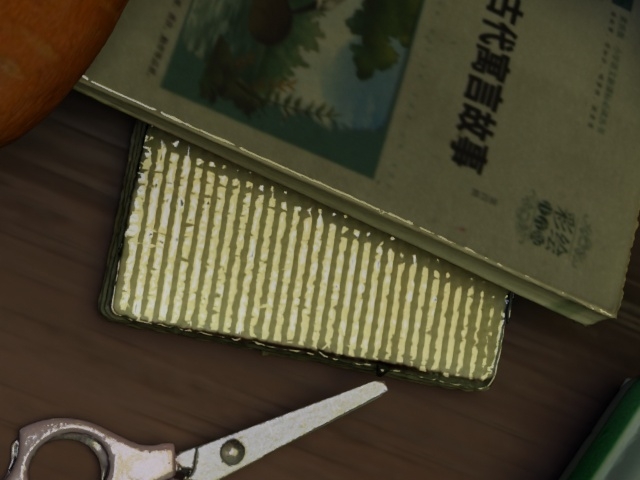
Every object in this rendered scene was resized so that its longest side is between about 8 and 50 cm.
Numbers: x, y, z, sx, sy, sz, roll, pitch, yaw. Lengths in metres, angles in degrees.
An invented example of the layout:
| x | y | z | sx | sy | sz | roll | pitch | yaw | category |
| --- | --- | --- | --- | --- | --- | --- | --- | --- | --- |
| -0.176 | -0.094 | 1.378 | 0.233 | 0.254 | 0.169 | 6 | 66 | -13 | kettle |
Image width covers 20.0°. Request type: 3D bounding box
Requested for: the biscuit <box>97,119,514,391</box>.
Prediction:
| x | y | z | sx | sy | sz | roll | pitch | yaw | category |
| --- | --- | --- | --- | --- | --- | --- | --- | --- | --- |
| 0.000 | 0.000 | 0.877 | 0.199 | 0.040 | 0.121 | 13 | 80 | -17 | biscuit |

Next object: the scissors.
| x | y | z | sx | sy | sz | roll | pitch | yaw | category |
| --- | --- | --- | --- | --- | --- | --- | --- | --- | --- |
| -0.055 | 0.105 | 0.851 | 0.189 | 0.015 | 0.100 | -23 | 90 | -9 | scissors |

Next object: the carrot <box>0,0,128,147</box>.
| x | y | z | sx | sy | sz | roll | pitch | yaw | category |
| --- | --- | --- | --- | --- | --- | --- | --- | --- | --- |
| -0.169 | -0.138 | 0.744 | 0.193 | 0.214 | 0.331 | 31 | 94 | -1 | carrot |

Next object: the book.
| x | y | z | sx | sy | sz | roll | pitch | yaw | category |
| --- | --- | --- | --- | --- | --- | --- | --- | --- | --- |
| 0.037 | -0.102 | 0.880 | 0.283 | 0.025 | 0.214 | 22 | 63 | -14 | book |

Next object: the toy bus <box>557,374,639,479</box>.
| x | y | z | sx | sy | sz | roll | pitch | yaw | category |
| --- | --- | --- | --- | --- | --- | --- | --- | --- | --- |
| 0.155 | 0.200 | 0.862 | 0.165 | 0.134 | 0.276 | 40 | 74 | -11 | toy bus |
